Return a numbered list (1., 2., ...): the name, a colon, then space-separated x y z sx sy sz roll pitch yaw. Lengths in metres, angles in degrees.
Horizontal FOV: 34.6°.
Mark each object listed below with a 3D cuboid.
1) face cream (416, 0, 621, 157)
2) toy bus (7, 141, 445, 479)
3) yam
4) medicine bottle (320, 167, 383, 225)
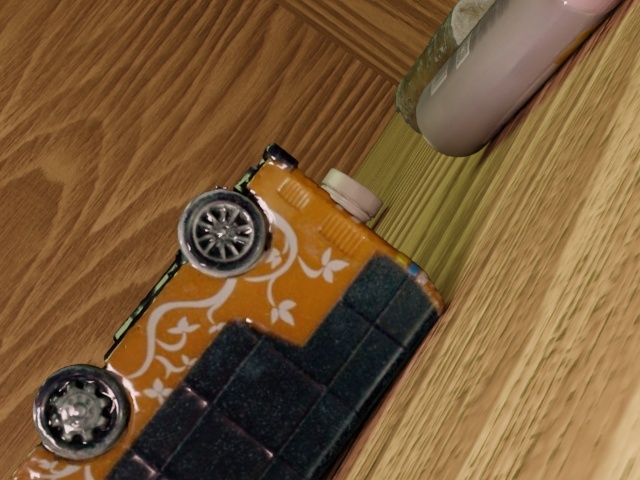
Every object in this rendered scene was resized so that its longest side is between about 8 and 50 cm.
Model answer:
1. face cream: 0.161 -0.163 0.776 0.107 0.073 0.269 -63 6 -33
2. toy bus: -0.066 0.099 0.623 0.275 0.167 0.138 -51 1 -12
3. yam: 0.153 -0.192 1.163 0.093 0.093 0.259 -56 2 -16
4. medicine bottle: 0.000 0.000 1.422 0.186 0.103 0.103 -55 2 -2
